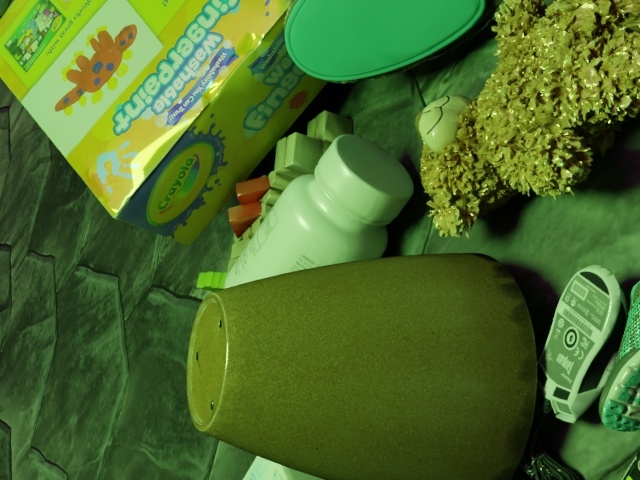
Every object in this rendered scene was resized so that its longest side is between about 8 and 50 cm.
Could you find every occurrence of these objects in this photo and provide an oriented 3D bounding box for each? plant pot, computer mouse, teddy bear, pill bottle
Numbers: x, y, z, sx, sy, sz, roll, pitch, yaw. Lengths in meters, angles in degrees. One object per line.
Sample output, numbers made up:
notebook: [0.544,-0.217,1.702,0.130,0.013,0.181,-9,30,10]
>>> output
plant pot: [0.019,0.118,0.939,0.237,0.254,0.237,-174,90,-68]
computer mouse: [0.213,0.114,0.878,0.193,0.042,0.106,-70,26,17]
teddy bear: [0.200,-0.137,0.946,0.338,0.113,0.245,-17,60,54]
pill bottle: [0.000,0.000,1.181,0.229,0.131,0.131,-54,36,30]

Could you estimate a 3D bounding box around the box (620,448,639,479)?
box: [0.291,0.191,0.712,0.184,0.045,0.191,-66,33,18]

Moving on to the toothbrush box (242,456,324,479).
toothbrush box: [-0.006,0.373,1.026,0.216,0.126,0.295,-60,32,23]

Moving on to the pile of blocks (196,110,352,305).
pile of blocks: [-0.085,-0.008,1.342,0.149,0.112,0.362,42,112,56]

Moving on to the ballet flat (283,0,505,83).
ballet flat: [0.162,-0.318,1.064,0.483,0.164,0.182,-31,17,43]

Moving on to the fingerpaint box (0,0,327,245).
fingerpaint box: [-0.166,-0.283,1.334,0.445,0.163,0.371,-50,59,9]

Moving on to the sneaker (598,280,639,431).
sneaker: [0.261,0.069,0.814,0.166,0.065,0.076,-62,16,13]
